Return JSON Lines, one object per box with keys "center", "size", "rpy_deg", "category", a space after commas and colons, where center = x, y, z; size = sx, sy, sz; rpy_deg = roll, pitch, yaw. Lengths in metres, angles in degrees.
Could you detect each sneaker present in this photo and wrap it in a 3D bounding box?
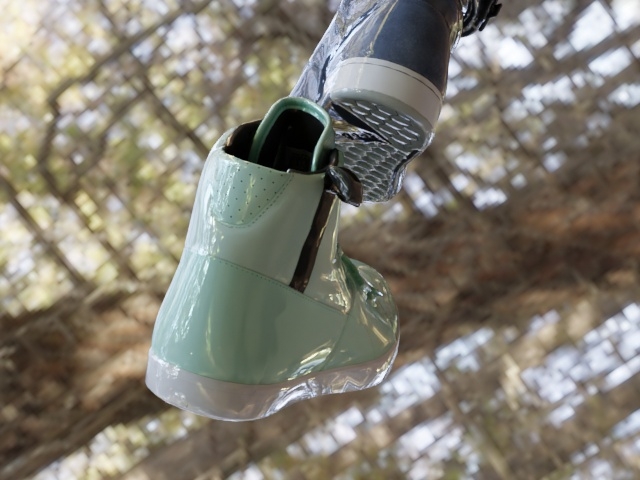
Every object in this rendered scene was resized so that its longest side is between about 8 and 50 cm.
{"center": [0.000, 0.000, 0.908], "size": [0.094, 0.151, 0.256], "rpy_deg": [20, -168, 16], "category": "sneaker"}
{"center": [0.036, -0.116, 0.973], "size": [0.086, 0.226, 0.163], "rpy_deg": [21, -106, -12], "category": "sneaker"}
